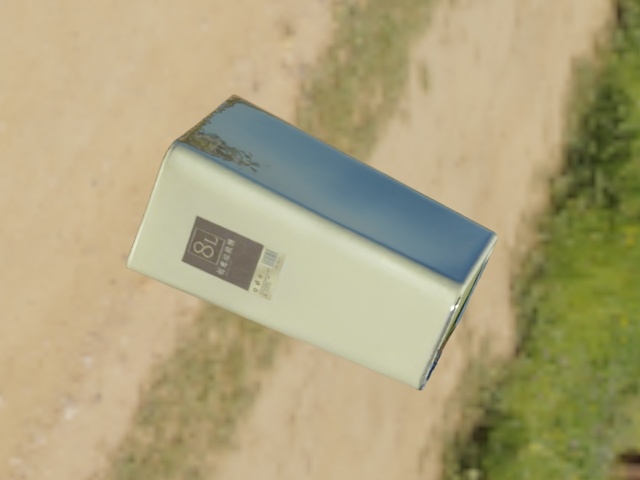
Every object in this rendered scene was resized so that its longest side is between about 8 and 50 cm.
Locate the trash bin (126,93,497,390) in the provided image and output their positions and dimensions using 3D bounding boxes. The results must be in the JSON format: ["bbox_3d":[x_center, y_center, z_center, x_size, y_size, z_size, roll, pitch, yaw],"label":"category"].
[{"bbox_3d":[0.000,0.000,0.552,0.061,0.092,0.043,-50,162,-64],"label":"trash bin"}]
